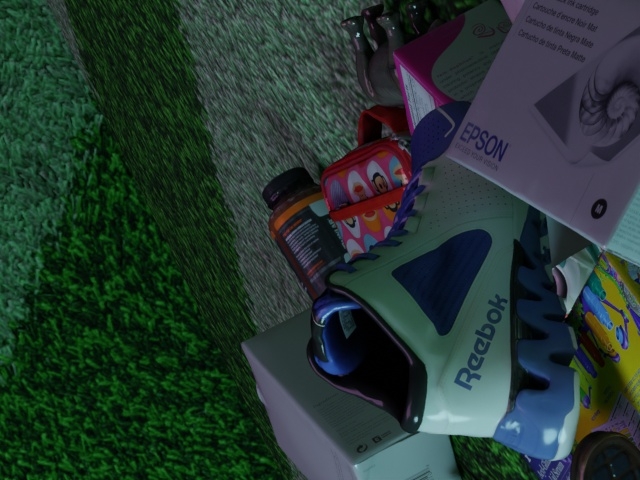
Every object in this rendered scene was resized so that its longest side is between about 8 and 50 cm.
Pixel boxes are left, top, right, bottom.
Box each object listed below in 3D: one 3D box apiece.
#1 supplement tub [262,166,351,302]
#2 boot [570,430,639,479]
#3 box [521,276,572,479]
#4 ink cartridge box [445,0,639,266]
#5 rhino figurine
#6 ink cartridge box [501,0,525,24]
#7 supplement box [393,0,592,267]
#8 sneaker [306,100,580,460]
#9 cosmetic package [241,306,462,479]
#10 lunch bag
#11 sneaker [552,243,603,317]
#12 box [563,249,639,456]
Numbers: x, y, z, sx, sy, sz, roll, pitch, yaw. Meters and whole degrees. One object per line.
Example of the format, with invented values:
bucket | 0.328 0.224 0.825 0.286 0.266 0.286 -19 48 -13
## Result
supplement tub | 0.000 0.000 2.222 0.198 0.106 0.106 58 165 19
boot | 0.195 0.201 1.252 0.106 0.082 0.219 41 156 46
box | 0.240 0.149 1.633 0.207 0.108 0.153 52 163 21
ink cartridge box | 0.199 -0.119 1.149 0.045 0.224 0.223 24 -174 -30
rhino figurine | 0.095 -0.179 1.652 0.243 0.073 0.106 15 127 69
ink cartridge box | 0.198 -0.177 1.318 0.181 0.061 0.104 63 167 -4
supplement box | 0.170 -0.095 1.456 0.220 0.111 0.114 52 165 40
sneaker | 0.076 0.022 1.266 0.127 0.182 0.315 105 162 -48
cosmetic package | 0.049 0.277 2.450 0.385 0.156 0.217 44 156 53
lunch bag | 0.108 -0.026 1.806 0.258 0.120 0.293 67 163 -1
sneaker | 0.249 0.065 1.542 0.161 0.075 0.057 62 165 3
box | 0.319 0.137 1.228 0.279 0.177 0.290 58 164 18
